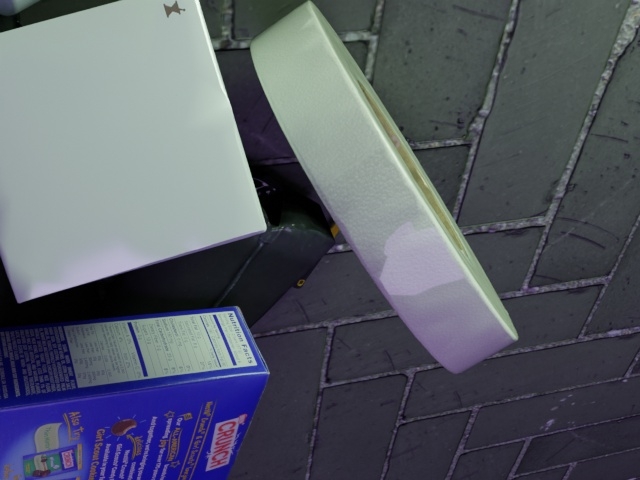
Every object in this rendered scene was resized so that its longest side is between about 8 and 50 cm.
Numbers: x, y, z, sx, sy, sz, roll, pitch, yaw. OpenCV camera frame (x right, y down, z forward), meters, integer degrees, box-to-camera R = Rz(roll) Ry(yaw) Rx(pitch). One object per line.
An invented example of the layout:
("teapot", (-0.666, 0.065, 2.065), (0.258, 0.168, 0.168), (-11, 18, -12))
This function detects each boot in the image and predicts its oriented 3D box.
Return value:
("boot", (-0.245, 0.073, 0.978), (0.367, 0.146, 0.445), (15, 130, -43))

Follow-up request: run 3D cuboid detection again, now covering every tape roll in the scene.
("tape roll", (0.067, -0.052, 0.802), (0.072, 0.392, 0.392), (-31, 137, 10))

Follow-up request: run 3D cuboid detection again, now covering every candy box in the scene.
("candy box", (-0.249, 0.214, 0.940), (0.317, 0.122, 0.268), (-2, 134, -27))

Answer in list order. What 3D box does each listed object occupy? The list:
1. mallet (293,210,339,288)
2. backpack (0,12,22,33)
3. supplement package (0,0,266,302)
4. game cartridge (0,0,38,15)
("mallet", (0.000, 0.000, 1.091), (0.062, 0.039, 0.189), (15, 130, -35))
("backpack", (-0.325, -0.208, 0.704), (0.101, 0.098, 0.120), (-6, 149, 14))
("supplement package", (-0.174, -0.082, 0.720), (0.198, 0.263, 0.199), (-17, 96, -5))
("game cartridge", (-0.204, -0.321, 0.577), (0.196, 0.060, 0.294), (-48, 157, -41))
